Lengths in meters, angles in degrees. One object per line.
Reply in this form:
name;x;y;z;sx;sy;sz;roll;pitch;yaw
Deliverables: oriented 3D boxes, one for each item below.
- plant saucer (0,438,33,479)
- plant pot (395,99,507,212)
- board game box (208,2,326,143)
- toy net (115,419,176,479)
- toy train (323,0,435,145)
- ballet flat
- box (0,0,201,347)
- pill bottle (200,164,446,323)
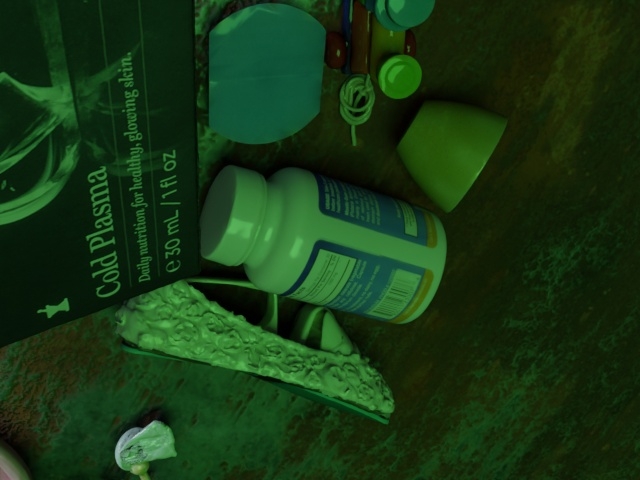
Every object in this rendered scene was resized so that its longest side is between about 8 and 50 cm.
plant saucer;-0.532;0.336;1.164;0.332;0.084;0.332;-8;120;-13
plant pot;0.147;-0.114;1.097;0.095;0.134;0.134;31;109;-1
board game box;-0.065;-0.191;1.033;0.133;0.033;0.168;-8;126;-18
toy net;-0.279;0.327;1.263;0.122;0.045;0.232;18;111;-23
toy train;0.069;-0.191;1.005;0.105;0.143;0.248;-6;120;-13
ballet flat;-0.056;0.127;1.169;0.409;0.147;0.147;22;111;-27
box;-0.359;-0.136;0.678;0.472;0.297;0.480;-20;145;-21
pill bottle;0.000;0.000;1.092;0.272;0.152;0.152;16;113;-24
